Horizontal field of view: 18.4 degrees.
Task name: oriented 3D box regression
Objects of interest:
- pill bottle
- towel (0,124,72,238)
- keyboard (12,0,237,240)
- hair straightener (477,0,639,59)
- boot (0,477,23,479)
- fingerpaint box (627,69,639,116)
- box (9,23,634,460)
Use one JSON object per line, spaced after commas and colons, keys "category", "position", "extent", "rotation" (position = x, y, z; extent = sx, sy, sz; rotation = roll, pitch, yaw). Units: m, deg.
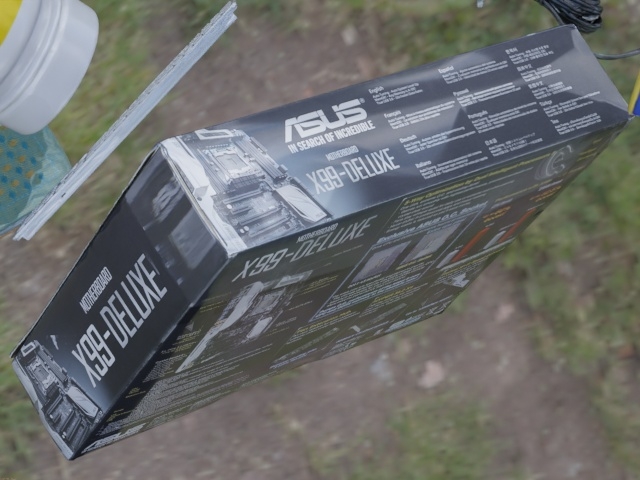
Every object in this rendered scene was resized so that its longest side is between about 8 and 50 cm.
{"category": "pill bottle", "position": [-0.258, -0.158, 1.291], "extent": [0.208, 0.119, 0.119], "rotation": [29, 65, -30]}
{"category": "towel", "position": [-0.395, -0.068, 1.546], "extent": [0.370, 0.040, 0.271], "rotation": [-34, 110, -28]}
{"category": "keyboard", "position": [-0.155, -0.097, 1.576], "extent": [0.014, 0.072, 0.256], "rotation": [43, 96, -14]}
{"category": "hair straightener", "position": [0.130, -0.175, 1.237], "extent": [0.230, 0.047, 0.089], "rotation": [36, 85, 10]}
{"category": "boot", "position": [-0.139, 0.197, 1.210], "extent": [0.115, 0.305, 0.112], "rotation": [50, 45, -24]}
{"category": "fingerpaint box", "position": [0.327, -0.172, 0.568], "extent": [0.371, 0.445, 0.163], "rotation": [20, 51, 7]}
{"category": "box", "position": [0.000, 0.000, 1.142], "extent": [0.307, 0.242, 0.076], "rotation": [-19, 70, -36]}
